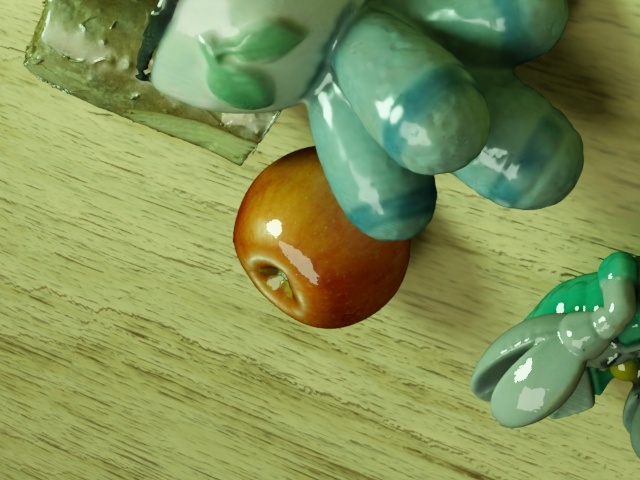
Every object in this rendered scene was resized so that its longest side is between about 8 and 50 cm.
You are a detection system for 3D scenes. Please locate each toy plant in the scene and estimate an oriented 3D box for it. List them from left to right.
[{"bbox_3d":[0.053,-0.132,1.516,0.332,0.247,0.247,34,145,3],"label":"toy plant"}]

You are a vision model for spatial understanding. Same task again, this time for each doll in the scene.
[{"bbox_3d":[0.223,0.085,1.599,0.195,0.153,0.258,9,144,2],"label":"doll"}]

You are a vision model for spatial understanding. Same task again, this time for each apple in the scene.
[{"bbox_3d":[0.000,0.000,1.757,0.163,0.139,0.163,25,141,22],"label":"apple"}]

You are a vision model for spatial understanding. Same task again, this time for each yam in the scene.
[{"bbox_3d":[-0.133,-0.157,1.687,0.238,0.128,0.129,24,128,-4],"label":"yam"}]
